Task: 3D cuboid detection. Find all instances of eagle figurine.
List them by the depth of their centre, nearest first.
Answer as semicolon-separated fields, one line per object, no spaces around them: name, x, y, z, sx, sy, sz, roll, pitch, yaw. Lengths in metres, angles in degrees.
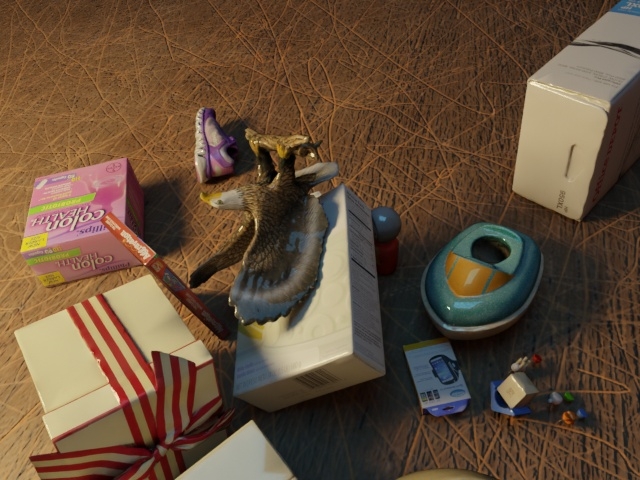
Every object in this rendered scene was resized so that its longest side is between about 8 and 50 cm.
eagle figurine;-0.098;-0.033;0.981;0.225;0.298;0.226;9;8;5

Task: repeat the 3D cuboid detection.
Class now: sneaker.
sneaker;-0.254;-0.237;1.445;0.104;0.095;0.236;-6;51;-5

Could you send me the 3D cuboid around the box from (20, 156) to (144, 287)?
box;-0.508;-0.045;1.282;0.213;0.117;0.243;-13;47;-3

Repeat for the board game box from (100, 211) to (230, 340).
board game box;-0.262;0.070;1.020;0.145;0.281;0.027;33;72;34

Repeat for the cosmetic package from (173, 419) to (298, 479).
cosmetic package;-0.179;0.392;0.776;0.309;0.160;0.113;-36;67;-20

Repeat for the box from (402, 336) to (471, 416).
box;0.192;0.228;0.970;0.081;0.028;0.136;-11;49;-1

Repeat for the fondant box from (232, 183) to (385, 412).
fondant box;-0.024;0.095;0.995;0.238;0.096;0.330;-26;44;28

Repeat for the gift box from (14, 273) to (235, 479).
gift box;-0.296;0.228;0.869;0.255;0.276;0.258;-29;48;-22

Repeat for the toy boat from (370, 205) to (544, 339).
toy boat;0.225;0.038;1.051;0.318;0.148;0.267;19;48;26

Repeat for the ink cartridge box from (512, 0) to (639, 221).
ink cartridge box;0.579;-0.274;1.195;0.166;0.285;0.395;32;59;34

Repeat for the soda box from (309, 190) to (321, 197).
soda box;0.000;0.000;1.187;0.073;0.069;0.216;-18;46;-5

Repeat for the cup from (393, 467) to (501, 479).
cup;0.156;0.393;0.656;0.331;0.237;0.331;-1;46;1

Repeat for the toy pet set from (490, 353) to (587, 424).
toy pet set;0.328;0.249;0.921;0.114;0.065;0.122;5;39;-36
